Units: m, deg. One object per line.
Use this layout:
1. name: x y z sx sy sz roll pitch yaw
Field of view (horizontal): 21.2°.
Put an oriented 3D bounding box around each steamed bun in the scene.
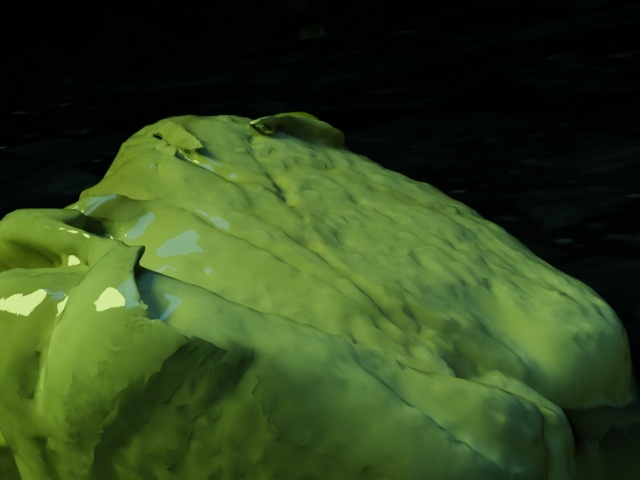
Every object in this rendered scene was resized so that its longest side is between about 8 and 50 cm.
1. steamed bun: -0.013 0.090 0.859 0.325 0.230 0.372 31 22 16

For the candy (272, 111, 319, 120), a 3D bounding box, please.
1. candy: 0.000 0.000 1.266 0.106 0.199 0.094 -15 9 3
